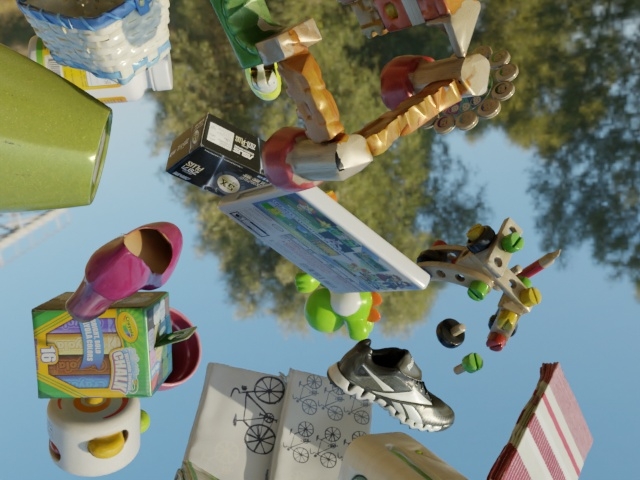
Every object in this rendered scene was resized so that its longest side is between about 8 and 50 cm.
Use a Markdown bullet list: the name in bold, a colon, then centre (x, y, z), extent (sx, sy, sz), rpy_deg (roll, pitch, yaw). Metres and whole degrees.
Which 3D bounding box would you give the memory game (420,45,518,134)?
- **memory game**: centre (0.229, -0.245, 1.340), extent (0.186, 0.012, 0.186), rpy_deg (-20, -133, 23)

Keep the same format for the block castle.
- **block castle**: centre (-0.012, -0.316, 1.019), extent (0.303, 0.453, 0.213), rpy_deg (-35, -160, -25)

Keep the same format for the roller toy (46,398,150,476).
- **roller toy**: centre (-0.474, 0.383, 1.739), extent (0.191, 0.146, 0.209), rpy_deg (10, -155, 9)

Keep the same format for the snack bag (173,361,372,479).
- **snack bag**: centre (-0.078, 0.366, 1.522), extent (0.342, 0.037, 0.323), rpy_deg (13, -136, -1)

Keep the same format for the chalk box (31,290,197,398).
- **chalk box**: centre (-0.392, 0.201, 1.641), extent (0.289, 0.179, 0.180), rpy_deg (0, -173, 5)

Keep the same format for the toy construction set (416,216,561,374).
- **toy construction set**: centre (0.361, 0.062, 1.604), extent (0.309, 0.257, 0.237), rpy_deg (-23, 167, -39)

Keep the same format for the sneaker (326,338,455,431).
- **sneaker**: centre (0.134, 0.231, 1.343), extent (0.234, 0.106, 0.078), rpy_deg (28, -158, -14)

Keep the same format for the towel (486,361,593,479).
- **towel**: centre (0.398, 0.415, 1.509), extent (0.037, 0.237, 0.329), rpy_deg (-1, -141, 43)

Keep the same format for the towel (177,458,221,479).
- **towel**: centre (-0.122, 0.354, 1.113), extent (0.023, 0.152, 0.113), rpy_deg (-55, -167, -5)

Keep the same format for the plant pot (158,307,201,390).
- **plant pot**: centre (-0.416, 0.278, 2.012), extent (0.201, 0.201, 0.180), rpy_deg (-23, 173, -43)

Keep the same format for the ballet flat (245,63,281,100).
- **ballet flat**: centre (-0.132, -0.388, 1.845), extent (0.077, 0.231, 0.077), rpy_deg (-6, -133, 0)

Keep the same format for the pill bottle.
- **pill bottle**: centre (-0.407, -0.325, 1.560), extent (0.245, 0.136, 0.136), rpy_deg (-5, -165, -4)

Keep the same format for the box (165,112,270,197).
- **box**: centre (-0.189, -0.157, 1.644), extent (0.180, 0.077, 0.147), rpy_deg (24, 150, -31)

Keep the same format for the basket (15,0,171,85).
- **basket**: centre (-0.378, -0.417, 1.346), extent (0.255, 0.289, 0.201), rpy_deg (24, -122, 27)

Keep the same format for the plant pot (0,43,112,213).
- **plant pot**: centre (-0.437, -0.143, 1.099), extent (0.293, 0.275, 0.275), rpy_deg (14, -167, -10)

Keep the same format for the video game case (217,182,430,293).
- **video game case**: centre (0.000, 0.000, 1.574), extent (0.300, 0.329, 0.036), rpy_deg (-8, -130, 57)

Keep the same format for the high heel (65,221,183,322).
- **high heel**: centre (-0.315, 0.016, 1.542), extent (0.181, 0.127, 0.377), rpy_deg (-44, -172, 27)

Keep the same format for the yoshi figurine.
- **yoshi figurine**: centre (0.006, 0.079, 1.979), extent (0.203, 0.362, 0.203), rpy_deg (-25, -167, -25)

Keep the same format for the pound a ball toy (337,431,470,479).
- **pound a ball toy**: centre (0.142, 0.430, 1.132), extent (0.135, 0.208, 0.319), rpy_deg (2, -164, -35)
